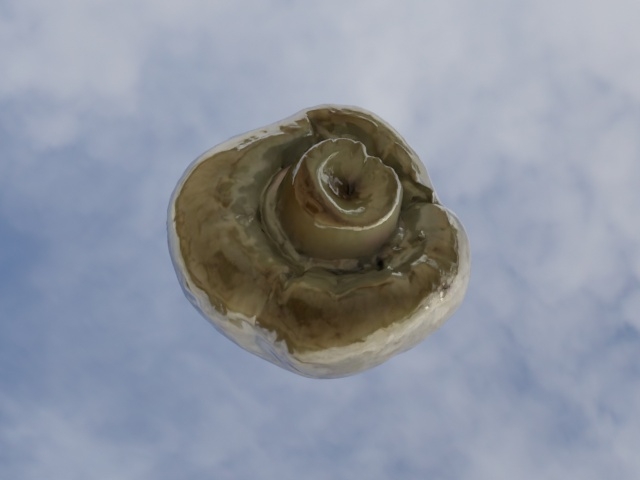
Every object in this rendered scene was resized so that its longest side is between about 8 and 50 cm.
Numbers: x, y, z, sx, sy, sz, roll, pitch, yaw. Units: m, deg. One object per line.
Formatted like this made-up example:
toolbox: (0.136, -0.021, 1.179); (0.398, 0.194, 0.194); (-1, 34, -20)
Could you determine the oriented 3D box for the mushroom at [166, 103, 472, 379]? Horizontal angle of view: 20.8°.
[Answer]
mushroom: (0.000, 0.000, 0.833); (0.148, 0.112, 0.148); (10, -120, -17)
